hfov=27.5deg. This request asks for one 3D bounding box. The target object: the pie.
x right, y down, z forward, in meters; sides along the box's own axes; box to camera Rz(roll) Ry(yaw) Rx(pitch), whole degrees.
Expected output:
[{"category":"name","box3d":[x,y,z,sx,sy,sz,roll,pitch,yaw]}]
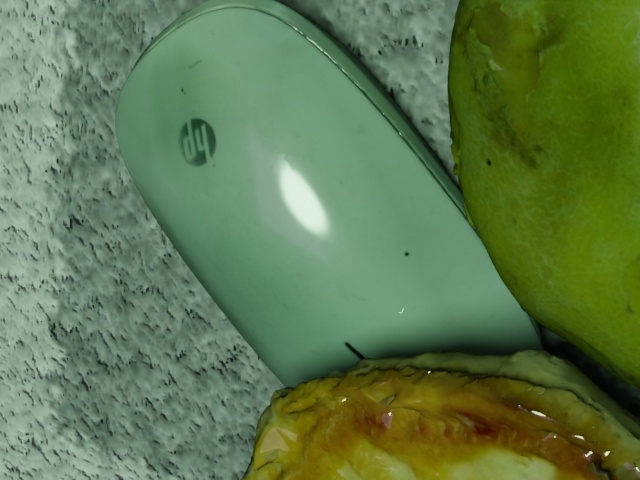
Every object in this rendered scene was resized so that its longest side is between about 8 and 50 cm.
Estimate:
[{"category":"pie","box3d":[0.081,0.192,0.658,0.315,0.092,0.315,11,110,34]}]

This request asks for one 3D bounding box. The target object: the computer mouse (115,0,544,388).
[{"category":"computer mouse","box3d":[-0.003,0.001,0.721,0.159,0.097,0.288,-33,90,28]}]

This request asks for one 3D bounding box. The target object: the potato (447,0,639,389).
[{"category":"potato","box3d":[0.149,-0.041,0.602,0.186,0.148,0.253,-22,96,28]}]
